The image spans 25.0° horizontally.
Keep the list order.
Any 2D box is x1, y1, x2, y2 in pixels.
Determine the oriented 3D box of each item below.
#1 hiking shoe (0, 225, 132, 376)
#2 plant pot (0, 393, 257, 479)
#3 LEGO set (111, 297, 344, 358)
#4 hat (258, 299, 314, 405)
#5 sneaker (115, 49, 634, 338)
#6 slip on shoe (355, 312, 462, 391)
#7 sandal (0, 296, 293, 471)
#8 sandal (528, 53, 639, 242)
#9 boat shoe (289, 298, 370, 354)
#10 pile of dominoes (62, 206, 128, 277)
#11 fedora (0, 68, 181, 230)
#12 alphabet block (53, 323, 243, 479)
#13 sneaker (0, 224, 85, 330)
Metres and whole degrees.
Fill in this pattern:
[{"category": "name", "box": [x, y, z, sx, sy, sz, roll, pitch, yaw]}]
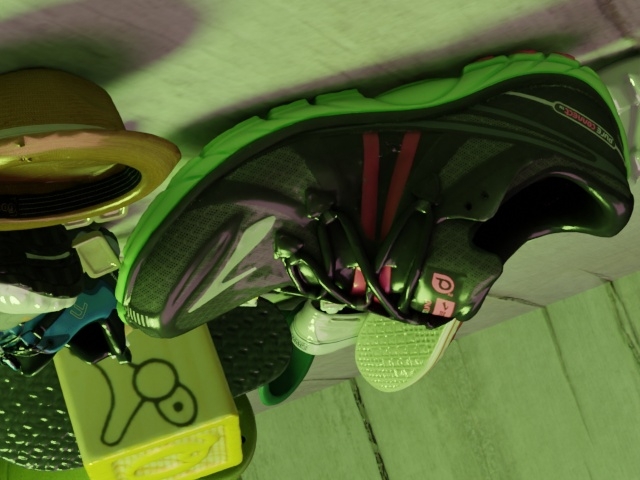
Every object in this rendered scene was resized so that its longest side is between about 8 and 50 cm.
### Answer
[{"category": "hiking shoe", "box": [-0.282, 0.056, 1.292, 0.113, 0.132, 0.304, -27, 164, 36]}, {"category": "plant pot", "box": [-0.281, 0.344, 2.230, 0.366, 0.366, 0.353, -8, 153, -43]}, {"category": "LEGO set", "box": [-0.114, 0.024, 1.461, 0.287, 0.132, 0.107, -10, 159, -10]}, {"category": "hat", "box": [-0.122, 0.138, 2.171, 0.183, 0.173, 0.208, 22, -178, 21]}, {"category": "sneaker", "box": [0.054, -0.016, 1.249, 0.483, 0.202, 0.185, -20, 153, -7]}, {"category": "slip on shoe", "box": [0.159, 0.090, 2.019, 0.101, 0.123, 0.331, -20, 148, -52]}, {"category": "sandal", "box": [-0.255, 0.193, 1.946, 0.446, 0.167, 0.107, -15, -174, -17]}, {"category": "sandal", "box": [0.183, -0.078, 1.455, 0.416, 0.169, 0.102, -17, -152, -9]}, {"category": "boat shoe", "box": [0.070, 0.086, 2.120, 0.267, 0.096, 0.088, -14, 142, -36]}, {"category": "pile of dominoes", "box": [-0.278, -0.020, 1.143, 0.251, 0.040, 0.196, -12, 147, -18]}, {"category": "fedora", "box": [-0.196, -0.067, 0.992, 0.194, 0.079, 0.194, -12, 166, -3]}, {"category": "alphabet block", "box": [-0.213, 0.185, 1.758, 0.192, 0.197, 0.193, -17, 156, -7]}, {"category": "sneaker", "box": [-0.299, 0.019, 1.058, 0.108, 0.100, 0.271, -34, 148, 25]}]
